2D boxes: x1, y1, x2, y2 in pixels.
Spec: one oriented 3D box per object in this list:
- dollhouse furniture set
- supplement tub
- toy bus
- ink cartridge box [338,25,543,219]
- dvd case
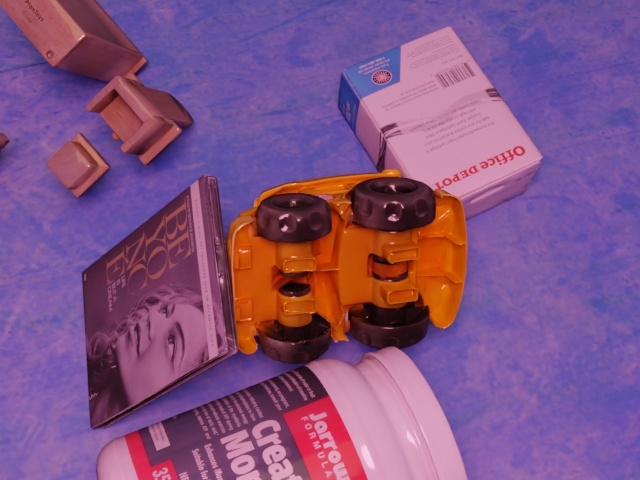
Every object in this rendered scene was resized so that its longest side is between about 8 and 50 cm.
[{"bbox_3d":[-0.359,-0.108,1.029,0.355,0.174,0.303,-42,86,10],"label":"dollhouse furniture set"},{"bbox_3d":[-0.033,0.213,0.814,0.272,0.191,0.191,-20,68,-13],"label":"supplement tub"},{"bbox_3d":[0.000,0.000,0.930,0.220,0.149,0.211,-8,25,-18],"label":"toy bus"},{"bbox_3d":[0.124,-0.117,1.041,0.140,0.082,0.190,-24,70,-14],"label":"ink cartridge box"},{"bbox_3d":[-0.154,0.061,0.880,0.018,0.221,0.164,13,57,-40],"label":"dvd case"}]
